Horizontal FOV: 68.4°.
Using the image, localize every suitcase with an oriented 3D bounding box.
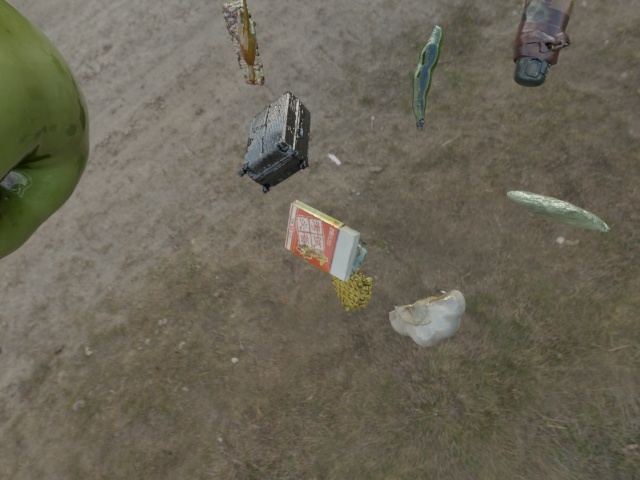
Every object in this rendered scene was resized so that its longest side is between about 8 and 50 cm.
[{"bbox_3d":[-0.162,-0.374,1.760,0.229,0.152,0.335,-27,44,31],"label":"suitcase"}]

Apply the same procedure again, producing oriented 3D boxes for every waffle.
[{"bbox_3d":[0.118,0.163,1.755,0.070,0.197,0.193,-19,68,-33],"label":"waffle"}]

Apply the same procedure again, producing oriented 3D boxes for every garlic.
[{"bbox_3d":[0.319,0.227,1.353,0.229,0.178,0.143,-32,73,38],"label":"garlic"}]

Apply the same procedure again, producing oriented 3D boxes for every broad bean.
[{"bbox_3d":[0.286,-0.454,1.297,0.060,0.043,0.298,13,90,-7],"label":"broad bean"}]

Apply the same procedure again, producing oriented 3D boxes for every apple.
[{"bbox_3d":[-0.454,-0.136,0.513,0.357,0.357,0.357,-5,69,12],"label":"apple"}]

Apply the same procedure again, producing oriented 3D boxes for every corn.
[{"bbox_3d":[-0.253,-0.650,1.562,0.092,0.281,0.092,-9,29,5],"label":"corn"}]

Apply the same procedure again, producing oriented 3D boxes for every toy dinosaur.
[{"bbox_3d":[-0.145,-0.397,0.938,0.039,0.162,0.126,-5,90,-5],"label":"toy dinosaur"}]

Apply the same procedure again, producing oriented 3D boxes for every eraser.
[{"bbox_3d":[0.000,0.000,1.365,0.230,0.157,0.038,28,35,26],"label":"eraser"}]

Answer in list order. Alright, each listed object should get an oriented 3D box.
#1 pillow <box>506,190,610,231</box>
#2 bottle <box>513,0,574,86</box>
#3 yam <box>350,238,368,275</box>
[{"bbox_3d":[0.858,-0.112,1.702,0.274,0.280,0.076,28,100,53],"label":"pillow"},{"bbox_3d":[0.597,-0.553,1.260,0.143,0.156,0.271,13,99,12],"label":"bottle"},{"bbox_3d":[0.031,0.013,1.590,0.254,0.154,0.154,30,79,7],"label":"yam"}]
